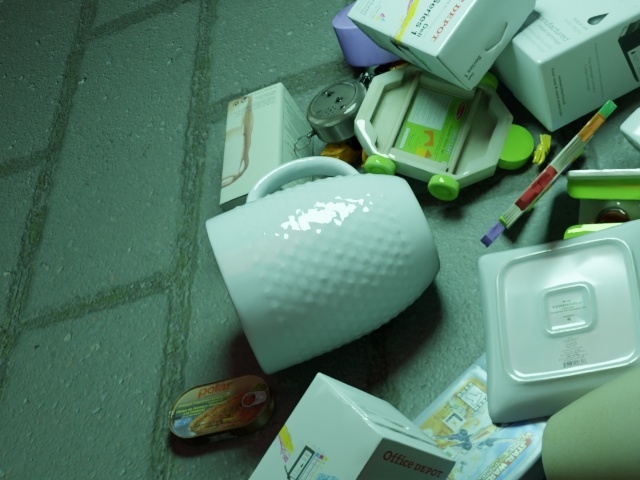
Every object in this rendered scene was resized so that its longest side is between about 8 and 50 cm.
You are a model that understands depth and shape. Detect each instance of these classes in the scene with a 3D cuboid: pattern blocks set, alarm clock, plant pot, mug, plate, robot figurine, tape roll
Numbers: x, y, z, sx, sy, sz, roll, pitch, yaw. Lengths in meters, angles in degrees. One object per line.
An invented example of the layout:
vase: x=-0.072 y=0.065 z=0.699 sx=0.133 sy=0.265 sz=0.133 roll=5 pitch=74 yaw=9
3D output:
pattern blocks set: x=0.366 y=-0.103 z=1.691 sx=0.026 sy=0.285 sz=0.325 roll=43 pitch=61 yaw=6
alarm clock: x=0.022 y=-0.238 z=2.021 sx=0.192 sy=0.064 sz=0.129 roll=-43 pitch=38 yaw=-3
plant pot: x=0.429 y=0.261 z=1.326 sx=0.274 sy=0.256 sz=0.256 roll=-20 pitch=41 yaw=39
mug: x=0.000 y=0.000 z=1.765 sx=0.328 sy=0.276 sz=0.374 roll=-22 pitch=49 yaw=-2
plate: x=0.358 y=0.107 z=1.511 sx=0.277 sy=0.045 sz=0.278 roll=-13 pitch=57 yaw=23
robot figurine: x=0.136 y=-0.244 z=2.059 sx=0.211 sy=0.085 sz=0.291 roll=18 pitch=62 yaw=40
tape roll: x=0.166 y=-0.455 z=2.171 sx=0.275 sy=0.090 sz=0.275 roll=-18 pitch=24 yaw=8

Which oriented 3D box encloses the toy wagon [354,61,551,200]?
toy wagon: x=0.239 y=-0.194 z=1.905 sx=0.344 sy=0.068 sz=0.267 roll=18 pitch=63 yaw=9

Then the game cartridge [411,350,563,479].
game cartridge: x=0.230 y=0.295 z=1.526 sx=0.297 sy=0.062 sz=0.198 roll=-42 pitch=39 yaw=-11

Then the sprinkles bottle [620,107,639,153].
sprinkles bottle: x=0.646 y=-0.263 z=1.681 sx=0.355 sy=0.121 sz=0.121 roll=-46 pitch=41 yaw=10

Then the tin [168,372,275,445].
tin: x=-0.165 y=0.285 z=1.780 sx=0.190 sy=0.040 sz=0.106 roll=-15 pitch=49 yaw=18

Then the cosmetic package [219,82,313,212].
cosmetic package: x=-0.101 y=-0.146 z=2.060 sx=0.129 sy=0.153 sz=0.296 roll=-19 pitch=42 yaw=18

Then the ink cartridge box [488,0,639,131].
ink cartridge box: x=0.503 y=-0.409 z=1.907 sx=0.395 sy=0.166 sz=0.285 roll=-27 pitch=43 yaw=-5

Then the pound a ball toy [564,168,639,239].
pound a ball toy: x=0.490 y=0.005 z=1.609 sx=0.319 sy=0.136 sz=0.208 roll=-1 pitch=76 yaw=30

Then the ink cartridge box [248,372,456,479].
ink cartridge box: x=0.032 y=0.337 z=1.461 sx=0.168 sy=0.171 sz=0.232 roll=37 pitch=96 yaw=47

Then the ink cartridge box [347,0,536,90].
ink cartridge box: x=0.210 y=-0.411 z=1.867 sx=0.201 sy=0.117 sz=0.278 roll=-54 pitch=42 yaw=2
